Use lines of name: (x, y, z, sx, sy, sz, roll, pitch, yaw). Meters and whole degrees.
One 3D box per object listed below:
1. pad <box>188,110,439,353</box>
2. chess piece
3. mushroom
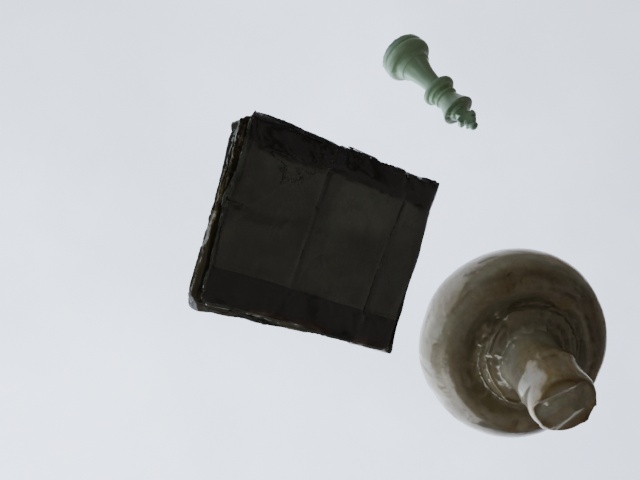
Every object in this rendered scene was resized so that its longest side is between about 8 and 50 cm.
pad: (0.000, 0.000, 1.075, 0.233, 0.022, 0.174, 18, -93, -37)
chess piece: (0.134, -0.177, 1.427, 0.059, 0.059, 0.149, -2, -137, -43)
mushroom: (0.200, 0.122, 1.293, 0.206, 0.206, 0.209, 45, -146, -14)
